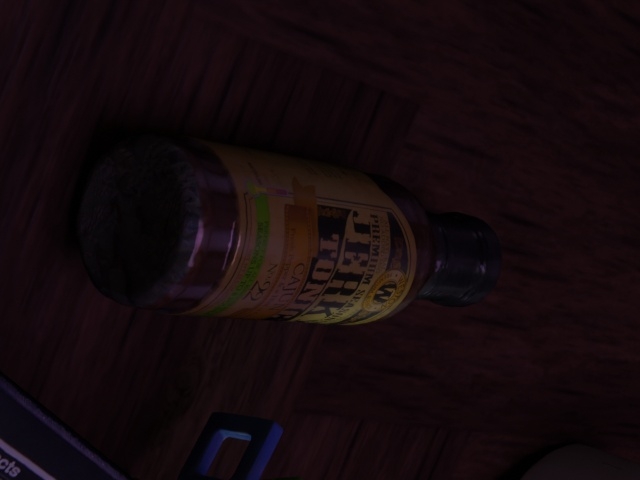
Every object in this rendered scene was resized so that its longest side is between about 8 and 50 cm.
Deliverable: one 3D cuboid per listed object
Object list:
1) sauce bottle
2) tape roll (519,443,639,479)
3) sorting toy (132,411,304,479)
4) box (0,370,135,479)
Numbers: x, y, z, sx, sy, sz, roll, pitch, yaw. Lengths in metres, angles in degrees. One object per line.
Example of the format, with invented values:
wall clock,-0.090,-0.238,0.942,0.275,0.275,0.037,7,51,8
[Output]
sauce bottle,0.000,0.000,1.020,0.344,0.111,0.111,5,108,-49
tape roll,0.242,0.343,1.458,0.286,0.100,0.286,-25,122,-48
sorting toy,-0.133,0.247,0.954,0.347,0.196,0.047,-52,128,-13
box,-0.241,0.203,0.810,0.294,0.183,0.296,-51,140,-12
